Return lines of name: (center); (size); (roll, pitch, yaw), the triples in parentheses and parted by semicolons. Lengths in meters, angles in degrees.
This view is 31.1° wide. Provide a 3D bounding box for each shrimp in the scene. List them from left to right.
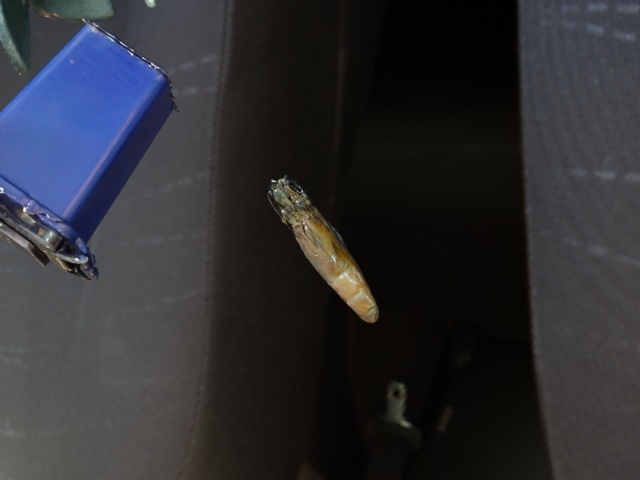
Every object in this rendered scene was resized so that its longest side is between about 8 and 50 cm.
shrimp: (0.000, 0.000, 1.309); (0.219, 0.046, 0.152); (54, 180, -28)

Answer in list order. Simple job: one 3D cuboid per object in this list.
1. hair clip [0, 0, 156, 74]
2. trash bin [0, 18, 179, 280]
hair clip: (-0.398, -0.450, 1.638); (0.392, 0.238, 0.318); (-121, 11, -53)
trash bin: (-0.260, -0.094, 1.227); (0.184, 0.234, 0.162); (35, 168, 3)
